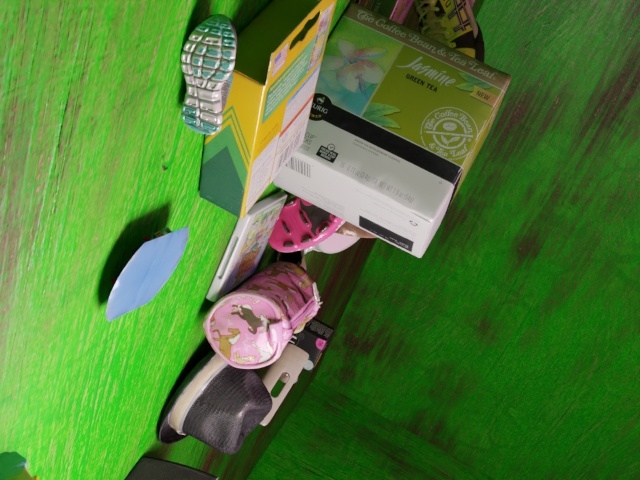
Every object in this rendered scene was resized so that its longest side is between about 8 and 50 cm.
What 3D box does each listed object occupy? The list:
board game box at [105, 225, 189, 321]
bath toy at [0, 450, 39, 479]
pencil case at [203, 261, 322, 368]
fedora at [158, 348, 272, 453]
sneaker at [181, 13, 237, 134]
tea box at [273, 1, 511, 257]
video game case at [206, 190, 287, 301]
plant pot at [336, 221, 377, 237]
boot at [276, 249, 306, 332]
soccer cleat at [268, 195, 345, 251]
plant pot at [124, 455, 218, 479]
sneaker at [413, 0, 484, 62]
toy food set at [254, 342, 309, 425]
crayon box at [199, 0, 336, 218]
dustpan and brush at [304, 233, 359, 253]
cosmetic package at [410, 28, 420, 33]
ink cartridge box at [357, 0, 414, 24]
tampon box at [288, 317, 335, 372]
[{"bbox_3d":[-0.246,0.037,1.168,0.133,0.033,0.168,-60,167,22],"label":"board game box"},{"bbox_3d":[-0.395,0.400,1.142,0.151,0.129,0.348,-12,148,-15],"label":"bath toy"},{"bbox_3d":[-0.110,0.147,1.769,0.167,0.160,0.386,-37,179,13],"label":"pencil case"},{"bbox_3d":[-0.200,0.356,1.856,0.334,0.152,0.334,-49,166,-17],"label":"fedora"},{"bbox_3d":[-0.132,-0.210,1.033,0.166,0.064,0.076,113,-7,-47],"label":"sneaker"},{"bbox_3d":[0.123,-0.200,1.589,0.324,0.328,0.220,-61,171,-16],"label":"tea box"},{"bbox_3d":[-0.142,0.008,1.692,0.193,0.023,0.212,-65,171,20],"label":"video game case"},{"bbox_3d":[0.081,-0.148,1.999,0.215,0.215,0.231,-38,141,-69],"label":"plant pot"},{"bbox_3d":[-0.069,0.103,2.058,0.165,0.077,0.213,90,1,-68],"label":"boot"},{"bbox_3d":[0.037,-0.081,1.824,0.331,0.116,0.143,-36,168,9],"label":"soccer cleat"},{"bbox_3d":[-0.337,0.560,1.778,0.187,0.166,0.188,-54,167,-39],"label":"plant pot"},{"bbox_3d":[0.250,-0.461,1.814,0.145,0.147,0.385,-20,-115,48],"label":"sneaker"},{"bbox_3d":[-0.160,0.393,2.239,0.220,0.092,0.306,-57,-165,-27],"label":"toy food set"},{"bbox_3d":[-0.077,-0.210,1.219,0.203,0.083,0.323,-55,170,-38],"label":"crayon box"},{"bbox_3d":[0.000,0.000,2.229,0.211,0.060,0.147,-45,131,-10],"label":"dustpan and brush"},{"bbox_3d":[0.226,-0.298,2.086,0.217,0.156,0.385,-48,142,-55],"label":"cosmetic package"},{"bbox_3d":[0.138,-0.483,1.684,0.109,0.062,0.209,-65,170,19],"label":"ink cartridge box"},{"bbox_3d":[-0.060,0.291,2.559,0.121,0.161,0.101,-67,170,23],"label":"tampon box"}]
